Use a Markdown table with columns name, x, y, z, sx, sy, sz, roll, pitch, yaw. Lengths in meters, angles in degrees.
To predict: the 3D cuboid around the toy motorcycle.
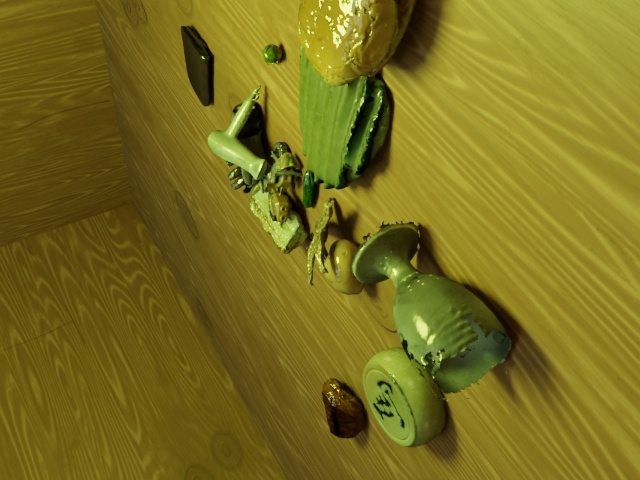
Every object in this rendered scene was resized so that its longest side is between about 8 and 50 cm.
| name | x | y | z | sx | sy | sz | roll | pitch | yaw |
| --- | --- | --- | --- | --- | --- | --- | --- | --- | --- |
| toy motorcycle | -0.111 | -0.159 | 1.955 | 0.130 | 0.094 | 0.229 | 26 | 115 | 58 |

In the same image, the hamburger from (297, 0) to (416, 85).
| name | x | y | z | sx | sy | sz | roll | pitch | yaw |
| --- | --- | --- | --- | --- | --- | --- | --- | --- | --- |
| hamburger | 0.052 | -0.427 | 1.273 | 0.259 | 0.145 | 0.283 | 54 | 149 | 30 |

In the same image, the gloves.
| name | x | y | z | sx | sy | sz | roll | pitch | yaw |
| --- | --- | --- | --- | --- | --- | --- | --- | --- | --- |
| gloves | -0.218 | -0.269 | 2.081 | 0.142 | 0.119 | 0.285 | -95 | 14 | -59 |

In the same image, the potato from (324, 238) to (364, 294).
| name | x | y | z | sx | sy | sz | roll | pitch | yaw |
| --- | --- | --- | --- | --- | --- | --- | --- | --- | --- |
| potato | 0.062 | 0.069 | 1.776 | 0.112 | 0.112 | 0.146 | 13 | 112 | 64 |

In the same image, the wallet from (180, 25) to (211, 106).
| name | x | y | z | sx | sy | sz | roll | pitch | yaw |
| --- | --- | --- | --- | --- | --- | --- | --- | --- | --- |
| wallet | -0.411 | -0.580 | 2.335 | 0.182 | 0.049 | 0.229 | 56 | 156 | 28 |

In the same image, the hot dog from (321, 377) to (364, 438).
| name | x | y | z | sx | sy | sz | roll | pitch | yaw |
| --- | --- | --- | --- | --- | --- | --- | --- | --- | --- |
| hot dog | 0.064 | 0.530 | 2.194 | 0.160 | 0.099 | 0.226 | 50 | 153 | 37 |

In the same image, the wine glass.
| name | x | y | z | sx | sy | sz | roll | pitch | yaw |
| --- | --- | --- | --- | --- | --- | --- | --- | --- | --- |
| wine glass | 0.215 | 0.133 | 1.391 | 0.357 | 0.191 | 0.190 | 57 | 156 | 36 |

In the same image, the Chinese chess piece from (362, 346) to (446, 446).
| name | x | y | z | sx | sy | sz | roll | pitch | yaw |
| --- | --- | --- | --- | --- | --- | --- | --- | --- | --- |
| Chinese chess piece | 0.206 | 0.392 | 1.748 | 0.250 | 0.101 | 0.250 | 47 | 148 | 41 |

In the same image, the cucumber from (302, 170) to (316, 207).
| name | x | y | z | sx | sy | sz | roll | pitch | yaw |
| --- | --- | --- | --- | --- | --- | --- | --- | --- | --- |
| cucumber | -0.029 | -0.136 | 1.885 | 0.039 | 0.039 | 0.168 | 55 | 157 | 30 |

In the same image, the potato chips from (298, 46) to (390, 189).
| name | x | y | z | sx | sy | sz | roll | pitch | yaw |
| --- | --- | --- | --- | --- | --- | --- | --- | --- | --- |
| potato chips | 0.026 | -0.292 | 1.585 | 0.358 | 0.070 | 0.429 | 59 | 154 | 33 |

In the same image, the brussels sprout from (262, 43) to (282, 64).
| name | x | y | z | sx | sy | sz | roll | pitch | yaw |
| --- | --- | --- | --- | --- | --- | --- | --- | --- | --- |
| brussels sprout | -0.122 | -0.473 | 1.779 | 0.083 | 0.051 | 0.046 | -93 | 15 | -84 |

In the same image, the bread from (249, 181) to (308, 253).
| name | x | y | z | sx | sy | sz | roll | pitch | yaw |
| --- | --- | --- | --- | --- | --- | --- | --- | --- | --- |
| bread | -0.122 | -0.079 | 2.080 | 0.232 | 0.088 | 0.128 | 52 | 129 | 26 |

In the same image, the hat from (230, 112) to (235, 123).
| name | x | y | z | sx | sy | sz | roll | pitch | yaw |
| --- | --- | --- | --- | --- | --- | --- | --- | --- | --- |
| hat | -0.260 | -0.363 | 2.191 | 0.058 | 0.042 | 0.087 | 49 | 151 | 40 |

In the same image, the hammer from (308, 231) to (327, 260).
| name | x | y | z | sx | sy | sz | roll | pitch | yaw |
| --- | --- | --- | --- | --- | --- | --- | --- | --- | --- |
| hammer | 0.017 | 0.055 | 1.980 | 0.178 | 0.021 | 0.065 | 65 | 158 | 2 |

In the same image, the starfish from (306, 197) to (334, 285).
| name | x | y | z | sx | sy | sz | roll | pitch | yaw |
| --- | --- | --- | --- | --- | --- | --- | --- | --- | --- |
| starfish | -0.006 | 0.000 | 1.799 | 0.295 | 0.048 | 0.231 | 145 | 135 | -76 |

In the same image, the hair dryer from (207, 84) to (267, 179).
| name | x | y | z | sx | sy | sz | roll | pitch | yaw |
| --- | --- | --- | --- | --- | --- | --- | --- | --- | --- |
| hair dryer | -0.199 | -0.316 | 1.951 | 0.206 | 0.075 | 0.237 | 33 | 108 | 29 |
